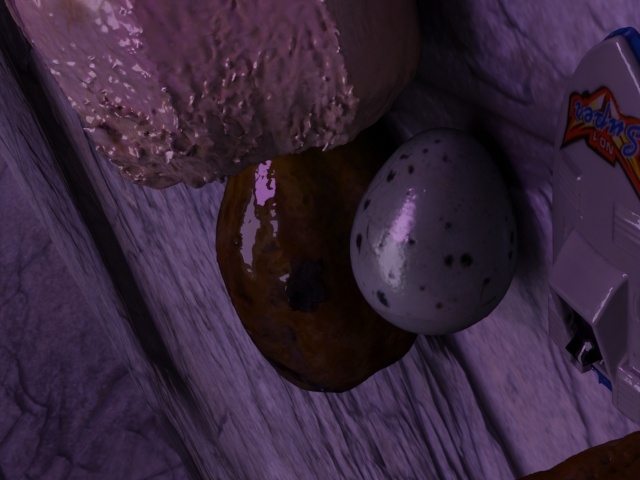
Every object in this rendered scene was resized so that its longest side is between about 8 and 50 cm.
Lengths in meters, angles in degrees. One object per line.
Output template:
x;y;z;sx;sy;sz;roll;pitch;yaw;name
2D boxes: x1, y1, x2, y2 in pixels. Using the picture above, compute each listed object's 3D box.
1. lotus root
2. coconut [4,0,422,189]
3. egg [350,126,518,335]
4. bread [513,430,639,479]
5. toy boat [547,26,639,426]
-0.009;0.002;1.479;0.193;0.193;0.291;47;156;43;lotus root
-0.090;-0.216;1.210;0.297;0.297;0.309;36;152;57;coconut
0.090;-0.007;1.282;0.131;0.131;0.164;47;132;44;egg
0.154;0.223;1.157;0.139;0.271;0.077;37;142;54;bread
0.186;-0.010;1.039;0.129;0.088;0.295;48;157;42;toy boat
